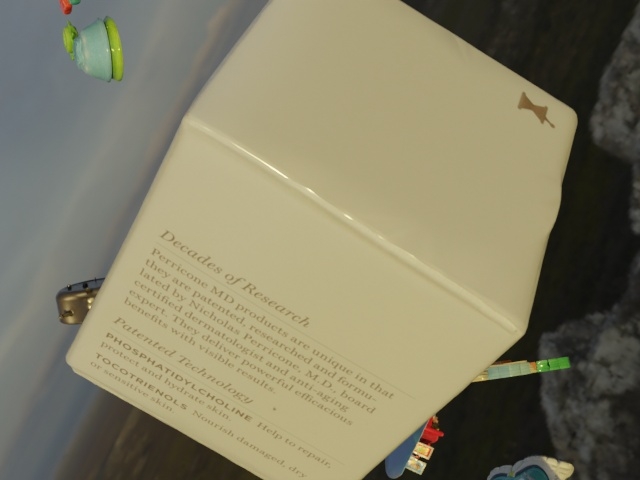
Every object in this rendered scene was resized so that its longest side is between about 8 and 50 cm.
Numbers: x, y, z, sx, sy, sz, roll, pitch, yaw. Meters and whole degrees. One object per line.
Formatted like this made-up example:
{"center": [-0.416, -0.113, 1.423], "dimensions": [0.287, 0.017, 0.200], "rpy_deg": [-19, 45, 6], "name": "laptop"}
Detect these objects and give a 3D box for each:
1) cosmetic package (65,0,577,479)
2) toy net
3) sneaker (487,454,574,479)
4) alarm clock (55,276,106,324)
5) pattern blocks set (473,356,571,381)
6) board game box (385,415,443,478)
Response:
{"center": [0.000, 0.000, 1.006], "dimensions": [0.393, 0.327, 0.329], "rpy_deg": [-54, 6, 44], "name": "cosmetic package"}
{"center": [-0.246, -0.283, 1.022], "dimensions": [0.122, 0.045, 0.232], "rpy_deg": [-126, 32, -51], "name": "toy net"}
{"center": [0.378, 0.480, 1.846], "dimensions": [0.275, 0.107, 0.110], "rpy_deg": [114, 175, -62], "name": "sneaker"}
{"center": [-0.380, 0.096, 1.673], "dimensions": [0.192, 0.129, 0.064], "rpy_deg": [-154, 55, -81], "name": "alarm clock"}
{"center": [0.231, 0.214, 1.569], "dimensions": [0.325, 0.285, 0.026], "rpy_deg": [-15, 79, 40], "name": "pattern blocks set"}
{"center": [0.125, 0.200, 1.143], "dimensions": [0.133, 0.033, 0.168], "rpy_deg": [-93, 27, -76], "name": "board game box"}
